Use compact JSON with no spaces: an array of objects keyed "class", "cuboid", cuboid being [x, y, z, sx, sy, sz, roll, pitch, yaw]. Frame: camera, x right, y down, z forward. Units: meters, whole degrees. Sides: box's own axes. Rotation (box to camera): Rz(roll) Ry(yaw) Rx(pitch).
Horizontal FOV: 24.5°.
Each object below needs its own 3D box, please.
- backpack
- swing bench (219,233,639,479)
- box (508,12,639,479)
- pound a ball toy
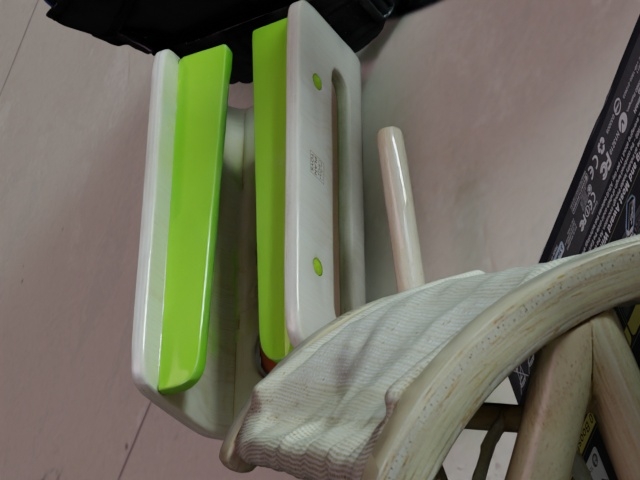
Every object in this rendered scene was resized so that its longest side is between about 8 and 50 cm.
[{"class":"backpack","cuboid":[-0.096,-0.249,1.128,0.263,0.276,0.213,-35,40,53]},{"class":"swing bench","cuboid":[0.057,0.131,0.543,0.253,0.165,0.255,155,112,-75]},{"class":"box","cuboid":[0.195,0.026,0.524,0.318,0.097,0.395,-104,21,-45]},{"class":"pound a ball toy","cuboid":[0.000,0.000,0.976,0.208,0.136,0.319,-16,55,23]}]
